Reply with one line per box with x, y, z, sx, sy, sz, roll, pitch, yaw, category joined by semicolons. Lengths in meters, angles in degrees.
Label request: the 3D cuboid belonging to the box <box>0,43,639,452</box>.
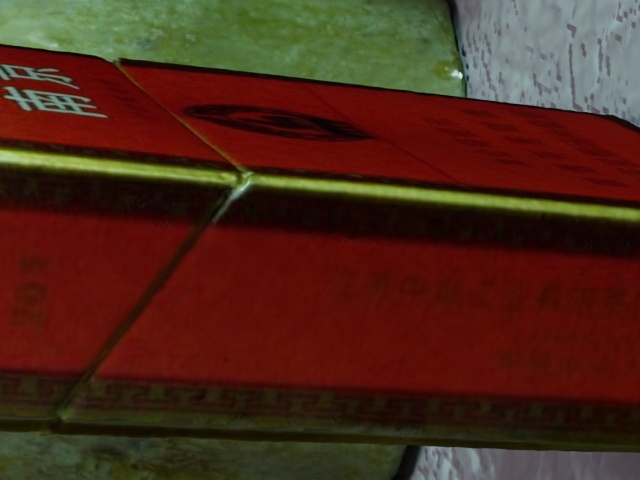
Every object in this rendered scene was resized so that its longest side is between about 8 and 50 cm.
0.000;-0.001;0.516;0.153;0.239;0.074;-132;49;-64;box

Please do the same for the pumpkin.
-0.090;-0.007;0.837;0.332;0.199;0.332;-172;90;-66;pumpkin
